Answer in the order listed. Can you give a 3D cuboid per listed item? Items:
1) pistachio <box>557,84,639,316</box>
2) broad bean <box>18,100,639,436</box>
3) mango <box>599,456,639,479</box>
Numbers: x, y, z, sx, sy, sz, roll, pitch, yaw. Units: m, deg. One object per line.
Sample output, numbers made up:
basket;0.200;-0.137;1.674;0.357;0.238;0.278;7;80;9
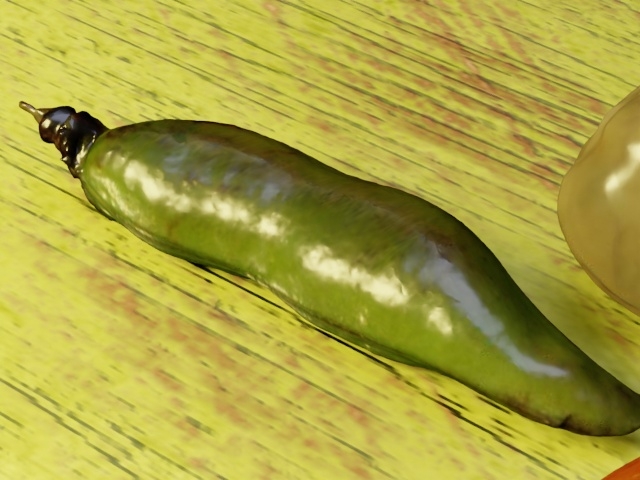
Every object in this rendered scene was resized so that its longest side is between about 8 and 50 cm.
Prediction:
pistachio;0.215;-0.020;0.865;0.226;0.136;0.136;2;36;-13
broad bean;0.000;0.000;0.865;0.339;0.061;0.077;24;49;27
mango;0.214;0.125;0.663;0.289;0.129;0.146;-1;34;-20
